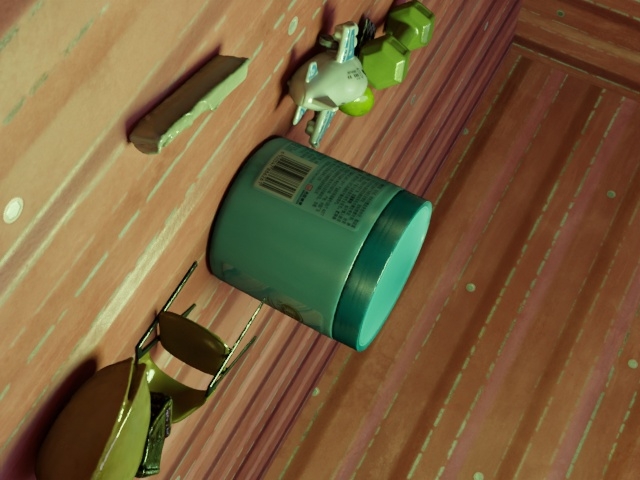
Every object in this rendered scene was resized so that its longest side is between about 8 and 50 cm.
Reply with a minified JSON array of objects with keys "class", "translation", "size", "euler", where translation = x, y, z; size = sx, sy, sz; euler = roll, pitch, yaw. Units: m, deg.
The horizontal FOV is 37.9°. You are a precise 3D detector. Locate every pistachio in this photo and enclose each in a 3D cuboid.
[{"class":"pistachio","translation":[-0.354,0.315,1.501],"size":[0.261,0.162,0.212],"euler":[-65,-156,3]}]

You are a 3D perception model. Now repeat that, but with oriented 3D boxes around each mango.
[{"class":"mango","translation":[0.080,-0.317,2.133],"size":[0.165,0.091,0.074],"euler":[30,75,-75]}]

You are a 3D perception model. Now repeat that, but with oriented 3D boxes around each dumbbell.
[{"class":"dumbbell","translation":[0.177,-0.453,2.143],"size":[0.108,0.121,0.302],"euler":[-46,-172,39]}]

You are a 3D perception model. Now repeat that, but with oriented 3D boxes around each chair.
[{"class":"chair","translation":[-0.235,0.200,1.740],"size":[0.247,0.158,0.172],"euler":[-53,164,-42]}]

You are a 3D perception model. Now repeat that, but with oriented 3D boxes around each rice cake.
[{"class":"rice cake","translation":[-0.190,-0.208,1.399],"size":[0.256,0.057,0.052],"euler":[-53,136,-43]}]

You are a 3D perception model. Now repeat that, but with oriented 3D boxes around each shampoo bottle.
[{"class":"shampoo bottle","translation":[0.000,0.000,1.867],"size":[0.331,0.342,0.331],"euler":[-58,165,-25]}]

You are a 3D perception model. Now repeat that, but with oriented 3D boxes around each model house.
[{"class":"model house","translation":[-0.336,0.337,1.653],"size":[0.106,0.165,0.152],"euler":[37,63,-60]}]

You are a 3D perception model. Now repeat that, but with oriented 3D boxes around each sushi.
[{"class":"sushi","translation":[0.089,-0.434,2.098],"size":[0.120,0.026,0.126],"euler":[6,100,-76]}]

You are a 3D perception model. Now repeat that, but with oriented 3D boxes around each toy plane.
[{"class":"toy plane","translation":[0.017,-0.311,1.856],"size":[0.267,0.122,0.267],"euler":[-61,168,-23]}]
